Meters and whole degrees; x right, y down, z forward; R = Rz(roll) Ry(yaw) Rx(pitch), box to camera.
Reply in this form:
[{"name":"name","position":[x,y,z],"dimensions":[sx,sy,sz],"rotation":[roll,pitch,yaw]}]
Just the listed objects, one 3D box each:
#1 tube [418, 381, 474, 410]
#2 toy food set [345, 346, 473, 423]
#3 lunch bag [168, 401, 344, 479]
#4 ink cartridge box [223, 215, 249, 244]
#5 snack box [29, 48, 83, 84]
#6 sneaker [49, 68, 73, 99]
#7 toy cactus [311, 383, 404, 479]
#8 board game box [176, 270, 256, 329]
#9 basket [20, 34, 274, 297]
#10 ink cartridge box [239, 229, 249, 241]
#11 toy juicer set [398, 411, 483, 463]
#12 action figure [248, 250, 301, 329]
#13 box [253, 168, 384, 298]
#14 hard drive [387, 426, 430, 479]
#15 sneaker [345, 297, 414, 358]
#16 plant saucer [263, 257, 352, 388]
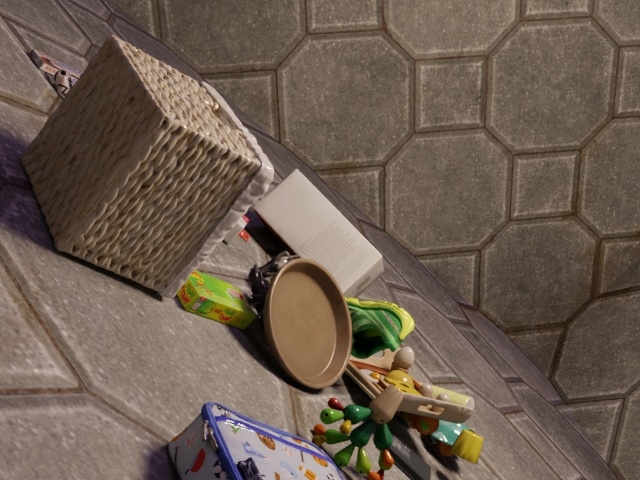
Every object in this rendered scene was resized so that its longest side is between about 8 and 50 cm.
[{"name":"tube","position":[0.273,0.390,2.192],"dimensions":[0.240,0.062,0.070],"rotation":[15,-49,37]},{"name":"toy food set","position":[0.189,0.313,2.003],"dimensions":[0.219,0.092,0.306],"rotation":[18,10,-30]},{"name":"lunch bag","position":[-0.071,0.353,1.225],"dimensions":[0.303,0.115,0.243],"rotation":[35,12,-39]},{"name":"ink cartridge box","position":[-0.260,-0.070,2.168],"dimensions":[0.150,0.063,0.109],"rotation":[41,11,-5]},{"name":"snack box","position":[-0.662,-0.433,2.204],"dimensions":[0.064,0.022,0.178],"rotation":[48,13,26]},{"name":"sneaker","position":[-0.619,-0.375,2.094],"dimensions":[0.109,0.044,0.040],"rotation":[50,11,21]},{"name":"toy cactus","position":[0.087,0.350,1.621],"dimensions":[0.219,0.180,0.112],"rotation":[44,-9,-22]},{"name":"board game box","position":[-0.216,0.115,1.724],"dimensions":[0.181,0.043,0.092],"rotation":[28,19,-52]},{"name":"basket","position":[-0.321,-0.139,1.572],"dimensions":[0.266,0.331,0.328],"rotation":[28,19,-46]},{"name":"ink cartridge box","position":[-0.226,-0.049,2.290],"dimensions":[0.115,0.029,0.063],"rotation":[41,12,-12]},{"name":"toy juicer set","position":[0.282,0.467,2.102],"dimensions":[0.209,0.090,0.329],"rotation":[24,-3,8]},{"name":"action figure","position":[-0.087,0.107,1.918],"dimensions":[0.276,0.140,0.164],"rotation":[-68,141,-82]},{"name":"box","position":[0.000,0.000,2.403],"dimensions":[0.345,0.168,0.215],"rotation":[47,-5,14]},{"name":"hard drive","position":[0.185,0.470,1.862],"dimensions":[0.135,0.022,0.094],"rotation":[43,12,-1]},{"name":"sneaker","position":[0.072,0.203,1.973],"dimensions":[0.295,0.123,0.109],"rotation":[-5,-48,43]},{"name":"plant saucer","position":[-0.029,0.176,1.819],"dimensions":[0.278,0.041,0.278],"rotation":[22,61,-47]}]
